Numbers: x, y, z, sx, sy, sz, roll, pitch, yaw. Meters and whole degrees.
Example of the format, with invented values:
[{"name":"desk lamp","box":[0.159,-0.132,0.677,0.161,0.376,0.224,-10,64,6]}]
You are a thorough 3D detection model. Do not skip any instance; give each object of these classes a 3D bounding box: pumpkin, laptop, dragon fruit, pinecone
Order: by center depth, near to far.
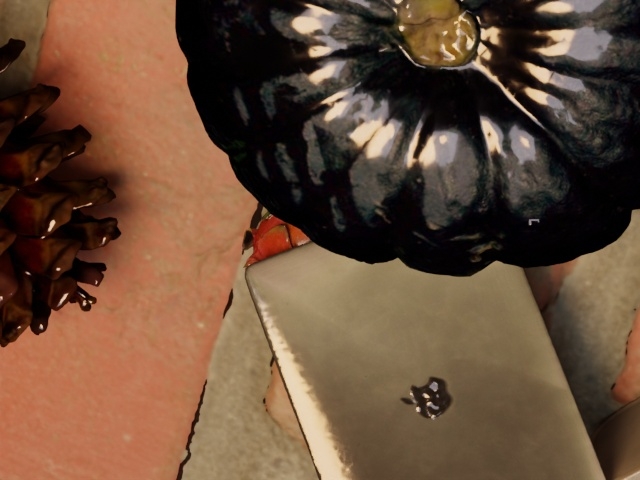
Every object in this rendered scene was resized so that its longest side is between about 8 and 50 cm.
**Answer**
[{"name":"pumpkin","box":[0.088,-0.150,1.040,0.363,0.266,0.363,2,105,6]},{"name":"laptop","box":[0.077,0.111,1.161,0.187,0.015,0.269,-21,85,-1]},{"name":"pinecone","box":[-0.275,-0.044,1.192,0.292,0.246,0.246,40,114,-22]},{"name":"dragon fruit","box":[0.000,-0.002,1.219,0.116,0.081,0.086,-41,125,0]}]

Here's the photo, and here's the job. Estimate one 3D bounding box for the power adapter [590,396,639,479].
[{"name":"power adapter","box":[0.337,0.211,1.208,0.187,0.124,0.255,-34,101,22]}]
